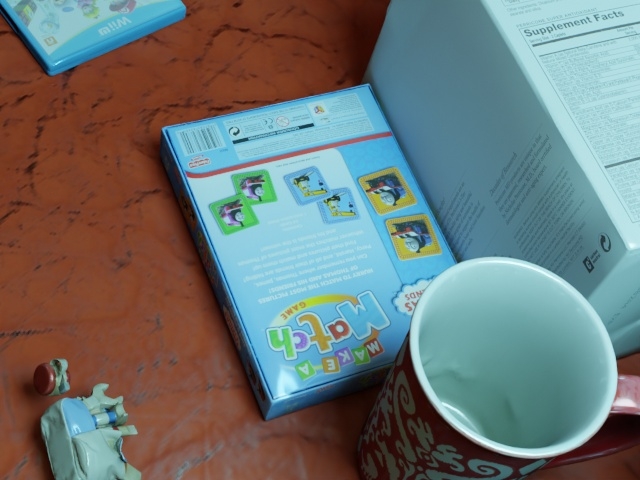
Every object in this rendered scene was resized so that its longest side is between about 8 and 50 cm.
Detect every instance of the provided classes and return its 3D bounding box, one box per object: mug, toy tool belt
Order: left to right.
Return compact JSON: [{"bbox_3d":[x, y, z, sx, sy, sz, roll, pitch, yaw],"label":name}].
[{"bbox_3d":[-0.137,0.111,0.681,0.051,0.052,0.083,4,57,-48],"label":"toy tool belt"},{"bbox_3d":[0.098,0.109,0.659,0.150,0.169,0.113,34,58,7],"label":"mug"}]

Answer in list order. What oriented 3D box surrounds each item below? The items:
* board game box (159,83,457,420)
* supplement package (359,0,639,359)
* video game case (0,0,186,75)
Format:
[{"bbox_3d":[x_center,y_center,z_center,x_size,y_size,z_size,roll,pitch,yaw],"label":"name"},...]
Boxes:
[{"bbox_3d":[0.000,0.000,0.778,0.160,0.039,0.211,-14,63,-20],"label":"board game box"},{"bbox_3d":[0.182,-0.075,0.770,0.198,0.199,0.262,-14,64,-21],"label":"supplement package"},{"bbox_3d":[-0.197,-0.208,0.870,0.119,0.015,0.166,-30,71,-27],"label":"video game case"}]
